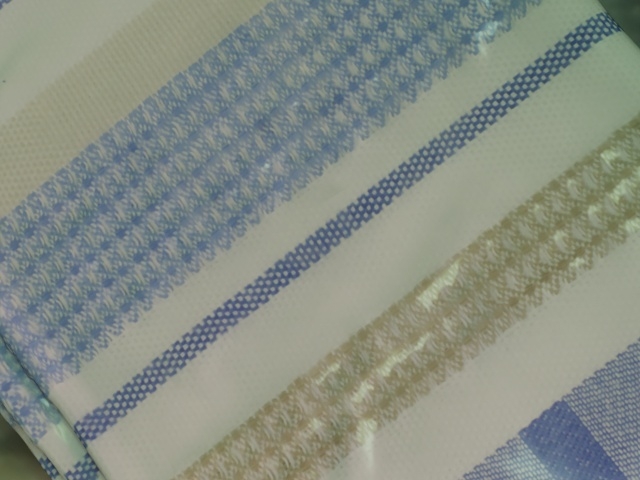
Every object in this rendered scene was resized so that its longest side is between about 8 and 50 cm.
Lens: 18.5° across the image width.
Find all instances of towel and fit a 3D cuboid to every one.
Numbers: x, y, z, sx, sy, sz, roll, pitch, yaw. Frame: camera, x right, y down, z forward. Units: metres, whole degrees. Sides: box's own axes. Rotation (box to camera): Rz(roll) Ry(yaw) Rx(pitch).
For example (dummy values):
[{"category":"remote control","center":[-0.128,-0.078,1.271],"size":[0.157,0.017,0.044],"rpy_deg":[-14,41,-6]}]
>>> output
[{"category":"towel","center":[0.000,0.000,0.555],"size":[0.209,0.034,0.285],"rpy_deg":[-39,70,1]}]
